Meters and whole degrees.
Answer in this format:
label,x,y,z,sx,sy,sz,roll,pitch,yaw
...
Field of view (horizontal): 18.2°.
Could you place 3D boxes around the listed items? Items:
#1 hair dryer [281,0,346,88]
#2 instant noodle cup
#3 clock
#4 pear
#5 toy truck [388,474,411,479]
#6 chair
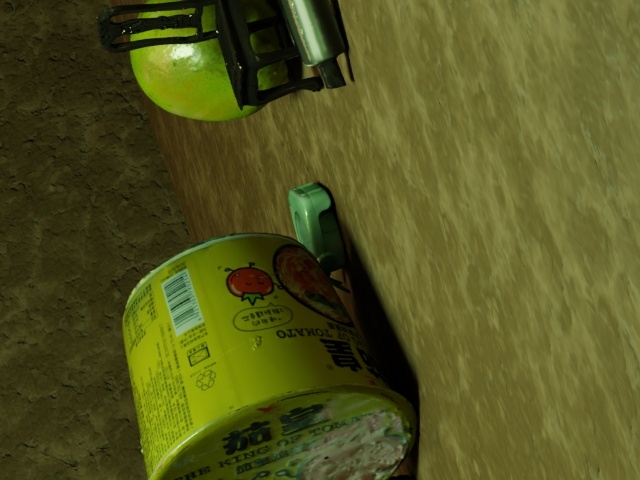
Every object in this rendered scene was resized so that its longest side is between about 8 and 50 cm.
label,x,y,z,sx,sy,sz,roll,pitch,yaw
hair dryer,-0.081,-0.305,2.049,0.320,0.155,0.284,-141,46,-61
instant noodle cup,-0.080,0.163,2.287,0.325,0.325,0.254,87,164,-55
clock,0.000,0.000,2.414,0.101,0.041,0.135,-139,33,-72
pear,-0.127,-0.228,2.355,0.219,0.187,0.187,17,124,63
toy truck,0.084,0.338,2.435,0.202,0.074,0.088,104,158,-74
chair,-0.120,-0.208,2.180,0.106,0.229,0.113,94,160,-67
